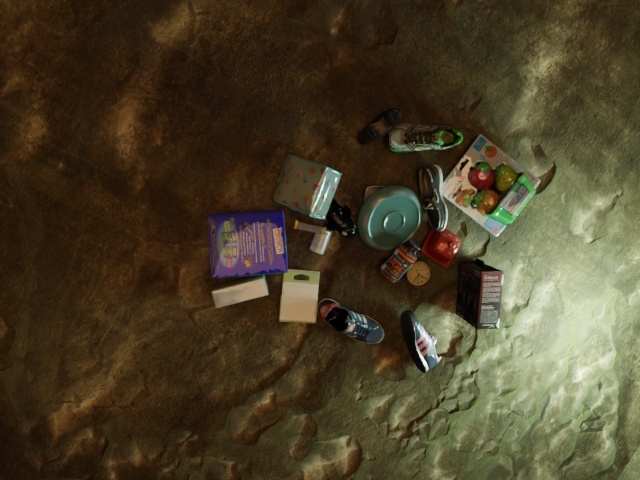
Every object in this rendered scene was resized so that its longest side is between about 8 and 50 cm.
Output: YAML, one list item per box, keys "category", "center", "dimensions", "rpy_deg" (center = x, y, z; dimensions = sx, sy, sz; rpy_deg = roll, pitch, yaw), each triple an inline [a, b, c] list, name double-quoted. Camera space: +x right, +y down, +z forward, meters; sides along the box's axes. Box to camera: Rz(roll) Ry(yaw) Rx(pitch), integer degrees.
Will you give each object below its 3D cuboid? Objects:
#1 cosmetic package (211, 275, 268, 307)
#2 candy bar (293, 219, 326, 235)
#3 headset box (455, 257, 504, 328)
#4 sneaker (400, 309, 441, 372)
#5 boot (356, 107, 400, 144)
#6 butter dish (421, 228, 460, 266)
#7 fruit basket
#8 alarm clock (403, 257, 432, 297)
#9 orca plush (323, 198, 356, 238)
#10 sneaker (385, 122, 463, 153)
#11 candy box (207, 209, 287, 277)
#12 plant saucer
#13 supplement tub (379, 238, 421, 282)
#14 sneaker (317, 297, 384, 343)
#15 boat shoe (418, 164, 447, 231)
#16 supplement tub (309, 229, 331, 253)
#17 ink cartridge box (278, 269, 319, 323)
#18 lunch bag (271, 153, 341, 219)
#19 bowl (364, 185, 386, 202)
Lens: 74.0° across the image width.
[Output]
- category: "cosmetic package"
  center: [-0.348, 0.216, 1.851]
  dimensions: [0.230, 0.117, 0.086]
  rpy_deg: [-15, 99, -4]
- category: "candy bar"
  center: [-0.044, -0.055, 1.865]
  dimensions: [0.161, 0.018, 0.040]
  rpy_deg: [14, 95, 27]
- category: "headset box"
  center: [0.726, 0.231, 1.948]
  dimensions: [0.110, 0.218, 0.294]
  rpy_deg: [0, 99, -8]
- category: "sneaker"
  center: [0.480, 0.459, 2.018]
  dimensions: [0.131, 0.112, 0.319]
  rpy_deg: [-24, 104, -21]
- category: "boot"
  center: [0.258, -0.500, 1.857]
  dimensions: [0.219, 0.106, 0.082]
  rpy_deg: [-30, 107, 26]
- category: "butter dish"
  center: [0.574, 0.020, 1.937]
  dimensions: [0.160, 0.118, 0.160]
  rpy_deg: [32, 80, -11]
- category: "fruit basket"
  center: [0.765, -0.247, 1.913]
  dimensions: [0.353, 0.165, 0.327]
  rpy_deg: [37, 92, -8]
- category: "alarm clock"
  center: [0.450, 0.171, 1.979]
  dimensions: [0.129, 0.064, 0.192]
  rpy_deg: [2, 95, -8]
- category: "orca plush"
  center: [0.074, -0.142, 1.846]
  dimensions: [0.151, 0.102, 0.287]
  rpy_deg: [-21, 86, -23]
- category: "sneaker"
  center: [0.451, -0.455, 1.846]
  dimensions: [0.343, 0.146, 0.134]
  rpy_deg: [-7, 99, -6]
- category: "candy box"
  center: [-0.305, 0.018, 1.806]
  dimensions: [0.316, 0.122, 0.269]
  rpy_deg: [-4, 87, -7]
- category: "plant saucer"
  center: [0.318, -0.088, 1.885]
  dimensions: [0.317, 0.044, 0.318]
  rpy_deg: [-7, 115, -15]
- category: "supplement tub"
  center: [0.361, 0.089, 1.910]
  dimensions: [0.106, 0.106, 0.198]
  rpy_deg: [34, 110, -11]
- category: "sneaker"
  center: [0.143, 0.388, 1.926]
  dimensions: [0.349, 0.148, 0.131]
  rpy_deg: [27, 94, -11]
- category: "boat shoe"
  center: [0.493, -0.186, 1.902]
  dimensions: [0.091, 0.114, 0.303]
  rpy_deg: [-9, 89, -30]
- category: "supplement tub"
  center: [0.000, 0.000, 1.889]
  dimensions: [0.070, 0.071, 0.107]
  rpy_deg: [21, 95, -10]
- category: "ink cartridge box"
  center: [-0.097, 0.253, 1.922]
  dimensions: [0.171, 0.056, 0.235]
  rpy_deg: [5, 85, -9]
- category: "lunch bag"
  center: [-0.074, -0.232, 1.791]
  dimensions: [0.262, 0.160, 0.224]
  rpy_deg: [24, 98, 32]
- category: "bowl"
  center: [0.261, -0.173, 1.908]
  dimensions: [0.142, 0.053, 0.142]
  rpy_deg: [2, 98, -9]
